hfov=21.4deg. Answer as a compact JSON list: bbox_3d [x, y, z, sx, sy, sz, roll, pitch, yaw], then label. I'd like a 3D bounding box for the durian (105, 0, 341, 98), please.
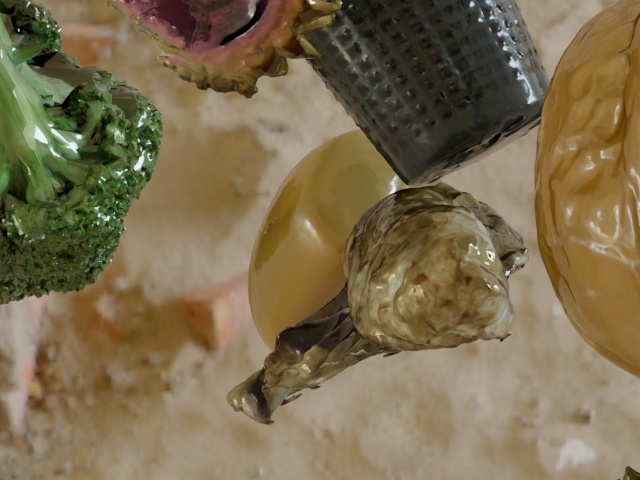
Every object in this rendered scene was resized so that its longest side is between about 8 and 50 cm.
[{"bbox_3d":[-0.104,-0.239,0.980,0.341,0.191,0.112,41,36,-14],"label":"durian"}]

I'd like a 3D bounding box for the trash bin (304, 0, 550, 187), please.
[{"bbox_3d":[0.072,-0.128,1.161,0.175,0.175,0.161,-26,82,-24],"label":"trash bin"}]

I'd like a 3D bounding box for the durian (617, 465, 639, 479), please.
[{"bbox_3d":[0.318,0.307,1.407,0.291,0.224,0.291,1,66,-1],"label":"durian"}]

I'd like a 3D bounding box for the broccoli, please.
[{"bbox_3d":[-0.333,-0.088,1.563,0.321,0.310,0.413,-33,43,14],"label":"broccoli"}]

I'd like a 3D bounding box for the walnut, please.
[{"bbox_3d":[0.177,-0.031,0.783,0.159,0.159,0.206,5,71,6],"label":"walnut"}]

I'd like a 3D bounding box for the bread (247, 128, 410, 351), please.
[{"bbox_3d":[0.000,0.000,1.349,0.098,0.217,0.147,24,53,1],"label":"bread"}]

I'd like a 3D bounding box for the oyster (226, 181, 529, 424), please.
[{"bbox_3d":[0.021,0.045,0.997,0.094,0.294,0.166,53,45,-2],"label":"oyster"}]
